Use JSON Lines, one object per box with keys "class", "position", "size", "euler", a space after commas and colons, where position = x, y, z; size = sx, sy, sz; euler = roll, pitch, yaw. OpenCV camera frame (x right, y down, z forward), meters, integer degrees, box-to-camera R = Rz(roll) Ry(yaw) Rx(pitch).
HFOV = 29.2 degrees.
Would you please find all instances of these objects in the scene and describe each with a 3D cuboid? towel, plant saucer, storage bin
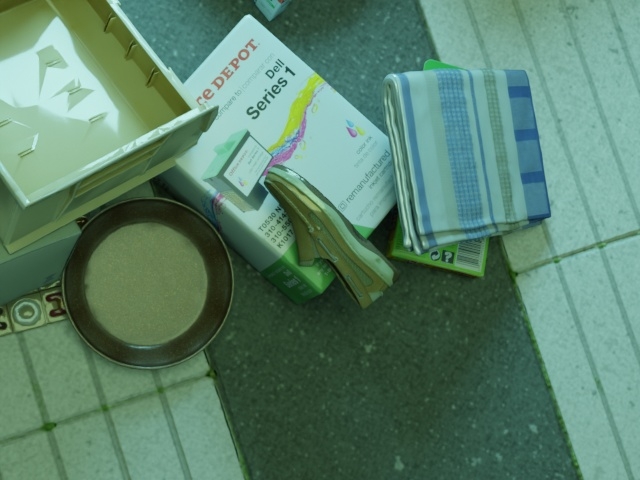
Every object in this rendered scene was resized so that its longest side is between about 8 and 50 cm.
{"class": "towel", "position": [0.178, -0.102, 1.475], "size": [0.285, 0.034, 0.209], "euler": [-11, 93, -47]}
{"class": "plant saucer", "position": [-0.199, 0.049, 1.418], "size": [0.198, 0.036, 0.199], "euler": [1, 88, -17]}
{"class": "storage bin", "position": [-0.280, -0.165, 1.263], "size": [0.260, 0.123, 0.262], "euler": [-33, 80, -33]}

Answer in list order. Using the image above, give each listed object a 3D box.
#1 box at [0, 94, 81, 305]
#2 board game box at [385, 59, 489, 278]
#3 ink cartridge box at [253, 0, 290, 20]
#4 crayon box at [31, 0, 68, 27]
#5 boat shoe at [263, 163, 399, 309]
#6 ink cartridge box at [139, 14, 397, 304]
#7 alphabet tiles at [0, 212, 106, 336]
{"class": "box", "position": [-0.382, -0.051, 1.308], "size": [0.148, 0.127, 0.232], "euler": [-26, 76, -33]}
{"class": "board game box", "position": [0.164, -0.091, 1.547], "size": [0.124, 0.039, 0.259], "euler": [13, 80, -13]}
{"class": "ink cartridge box", "position": [-0.059, -0.315, 1.484], "size": [0.029, 0.115, 0.063], "euler": [-40, 92, -18]}
{"class": "crayon box", "position": [-0.323, -0.240, 1.416], "size": [0.165, 0.081, 0.278], "euler": [-27, 86, -18]}
{"class": "boat shoe", "position": [0.000, 0.000, 1.354], "size": [0.190, 0.068, 0.072], "euler": [44, 85, -7]}
{"class": "ink cartridge box", "position": [-0.056, -0.093, 1.446], "size": [0.278, 0.117, 0.201], "euler": [41, 73, -6]}
{"class": "alphabet tiles", "position": [-0.362, -0.012, 1.409], "size": [0.198, 0.009, 0.237], "euler": [-14, 84, -17]}
